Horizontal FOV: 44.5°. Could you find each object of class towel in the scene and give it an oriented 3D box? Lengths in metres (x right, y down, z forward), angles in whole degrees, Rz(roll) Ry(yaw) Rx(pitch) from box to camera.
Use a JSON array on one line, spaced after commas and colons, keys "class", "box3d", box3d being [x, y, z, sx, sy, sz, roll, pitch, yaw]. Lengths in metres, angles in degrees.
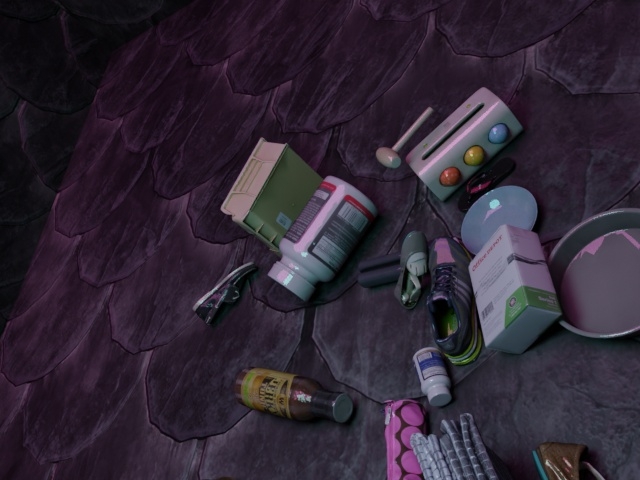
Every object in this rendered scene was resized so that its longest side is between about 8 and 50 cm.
[{"class": "towel", "box3d": [0.300, 0.466, 1.384, 0.121, 0.235, 0.284, -35, 41, 13]}]

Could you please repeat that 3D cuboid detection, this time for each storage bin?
[{"class": "storage bin", "box3d": [-0.113, -0.108, 2.234, 0.123, 0.262, 0.261, 13, 69, 46]}]

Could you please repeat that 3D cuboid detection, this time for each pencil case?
[{"class": "pencil case", "box3d": [0.174, 0.440, 1.637, 0.095, 0.098, 0.209, -25, 45, 28]}]

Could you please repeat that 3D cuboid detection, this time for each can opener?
[{"class": "can opener", "box3d": [0.209, 0.043, 1.926, 0.283, 0.095, 0.076, -16, 48, 27]}]

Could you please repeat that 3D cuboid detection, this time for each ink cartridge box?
[{"class": "ink cartridge box", "box3d": [0.403, 0.101, 1.644, 0.160, 0.092, 0.220, 121, 155, -44]}]

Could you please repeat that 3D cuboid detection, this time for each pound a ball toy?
[{"class": "pound a ball toy", "box3d": [0.326, -0.238, 1.952, 0.319, 0.208, 0.136, -42, 39, 9]}]

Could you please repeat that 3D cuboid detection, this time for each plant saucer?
[{"class": "plant saucer", "box3d": [0.423, -0.037, 1.830, 0.194, 0.037, 0.195, -26, 43, 28]}]

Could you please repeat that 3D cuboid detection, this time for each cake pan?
[{"class": "cake pan", "box3d": [0.591, 0.071, 1.563, 0.293, 0.054, 0.293, -26, 44, 28]}]

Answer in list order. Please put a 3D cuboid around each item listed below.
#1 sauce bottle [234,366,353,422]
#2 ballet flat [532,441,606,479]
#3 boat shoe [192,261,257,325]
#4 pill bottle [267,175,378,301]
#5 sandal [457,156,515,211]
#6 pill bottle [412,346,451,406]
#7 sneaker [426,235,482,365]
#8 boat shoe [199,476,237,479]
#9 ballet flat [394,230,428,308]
[{"class": "sauce bottle", "box3d": [-0.067, 0.379, 1.912, 0.344, 0.111, 0.112, -1, 59, 45]}, {"class": "ballet flat", "box3d": [0.462, 0.491, 1.325, 0.124, 0.116, 0.343, -16, 42, 10]}, {"class": "boat shoe", "box3d": [-0.273, 0.156, 2.343, 0.233, 0.084, 0.079, -42, 76, -1]}, {"class": "pill bottle", "box3d": [0.000, 0.000, 2.103, 0.319, 0.176, 0.176, -55, 38, -6]}, {"class": "sandal", "box3d": [0.401, -0.145, 1.935, 0.179, 0.040, 0.067, -45, 39, 7]}, {"class": "pill bottle", "box3d": [0.246, 0.298, 1.705, 0.067, 0.067, 0.120, -34, 41, 20]}, {"class": "sneaker", "box3d": [0.288, 0.119, 1.735, 0.111, 0.121, 0.300, -19, 59, 24]}, {"class": "boat shoe", "box3d": [-0.250, 0.627, 1.952, 0.152, 0.048, 0.056, -13, 39, 29]}, {"class": "ballet flat", "box3d": [0.222, 0.075, 1.837, 0.072, 0.213, 0.068, -10, 43, -20]}]
